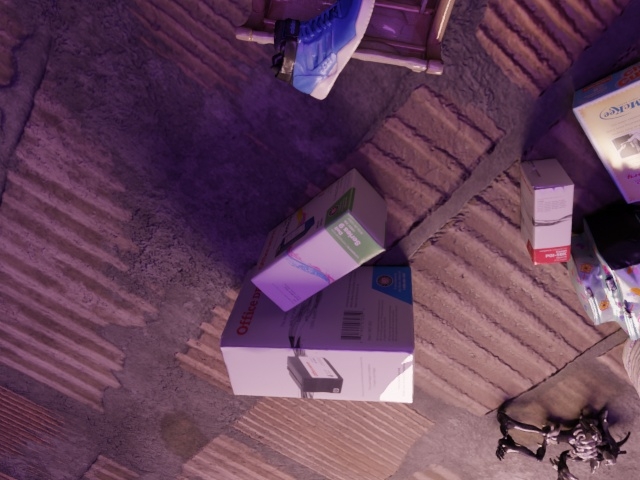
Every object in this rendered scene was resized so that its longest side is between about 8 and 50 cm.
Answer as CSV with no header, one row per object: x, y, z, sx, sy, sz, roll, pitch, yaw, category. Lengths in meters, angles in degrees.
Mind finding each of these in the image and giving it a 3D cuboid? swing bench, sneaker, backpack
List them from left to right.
-0.006,-0.228,0.537,0.084,0.058,0.152,17,146,-18,sneaker
0.047,-0.356,0.577,0.253,0.165,0.255,11,129,1,swing bench
0.475,0.060,0.765,0.144,0.166,0.188,-30,105,25,backpack

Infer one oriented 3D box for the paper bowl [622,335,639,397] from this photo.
0.678,0.192,0.835,0.284,0.148,0.284,4,123,6,paper bowl

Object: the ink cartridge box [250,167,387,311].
0.000,0.000,0.812,0.212,0.154,0.093,-36,111,27,ink cartridge box

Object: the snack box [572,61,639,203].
0.520,-0.175,0.612,0.322,0.060,0.187,-20,119,45,snack box

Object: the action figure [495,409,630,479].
0.517,0.438,1.026,0.275,0.141,0.164,3,111,8,action figure

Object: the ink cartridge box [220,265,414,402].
0.008,0.156,0.870,0.307,0.223,0.129,0,123,9,ink cartridge box

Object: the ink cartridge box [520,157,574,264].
0.349,-0.046,0.762,0.056,0.099,0.135,-6,122,13,ink cartridge box
